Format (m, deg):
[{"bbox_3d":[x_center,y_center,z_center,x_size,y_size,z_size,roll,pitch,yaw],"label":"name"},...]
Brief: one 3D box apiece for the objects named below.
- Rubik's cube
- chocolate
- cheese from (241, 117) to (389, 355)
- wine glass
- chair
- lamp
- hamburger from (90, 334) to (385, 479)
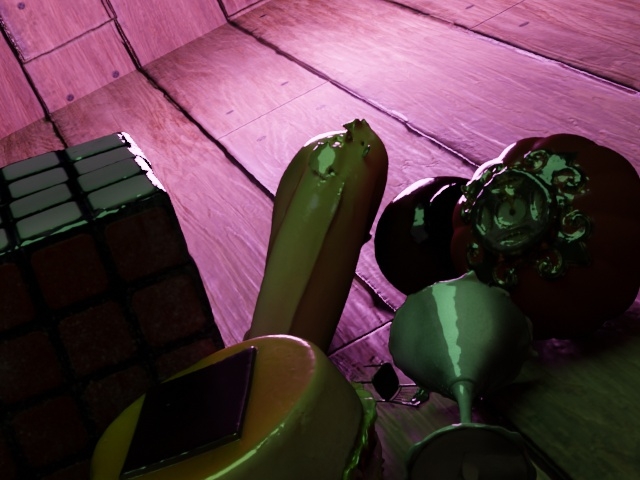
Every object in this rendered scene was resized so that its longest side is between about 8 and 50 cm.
[{"bbox_3d":[-0.308,0.107,1.571,0.344,0.344,0.337,-19,21,-12],"label":"Rubik's cube"},{"bbox_3d":[0.140,0.005,1.645,0.177,0.176,0.177,-21,23,9],"label":"chocolate"},{"bbox_3d":[0.000,0.000,1.626,0.128,0.316,0.259,13,27,-4],"label":"cheese"},{"bbox_3d":[0.139,0.156,1.316,0.156,0.156,0.232,-20,26,14],"label":"wine glass"},{"bbox_3d":[0.077,0.157,1.497,0.086,0.042,0.037,-4,35,43],"label":"chair"},{"bbox_3d":[0.251,-0.002,1.463,0.227,0.227,0.227,-21,23,9],"label":"lamp"},{"bbox_3d":[-0.076,0.229,1.324,0.300,0.176,0.300,-22,24,10],"label":"hamburger"}]
